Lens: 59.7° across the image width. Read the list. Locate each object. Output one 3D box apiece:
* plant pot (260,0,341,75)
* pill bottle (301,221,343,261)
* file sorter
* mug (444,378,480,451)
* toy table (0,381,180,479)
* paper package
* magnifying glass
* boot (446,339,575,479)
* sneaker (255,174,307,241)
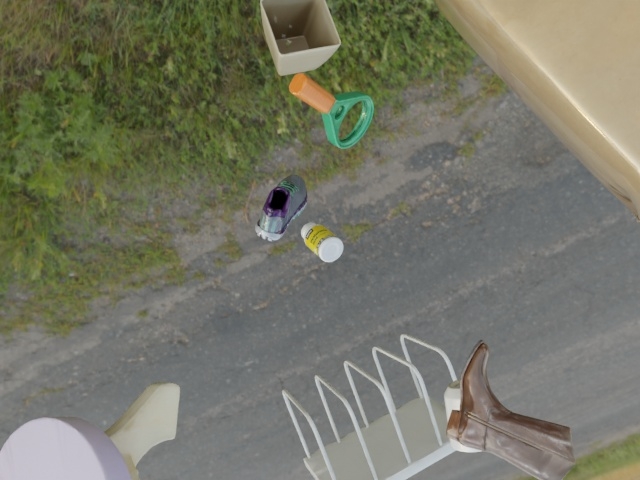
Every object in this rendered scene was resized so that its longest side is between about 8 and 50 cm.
[{"bbox_3d":[-0.041,-0.345,0.956,0.109,0.108,0.096,-16,168,-15],"label":"plant pot"},{"bbox_3d":[0.000,0.000,1.341,0.065,0.116,0.065,-14,120,-25],"label":"pill bottle"},{"bbox_3d":[0.099,0.305,0.999,0.278,0.172,0.193,-22,-171,-17],"label":"file sorter"},{"bbox_3d":[0.163,0.183,0.607,0.062,0.064,0.078,-16,180,5],"label":"mug"},{"bbox_3d":[-0.242,0.293,0.639,0.275,0.252,0.161,6,173,41],"label":"toy table"},{"bbox_3d":[0.284,-0.238,0.460,0.309,0.324,0.168,-42,164,16],"label":"paper package"},{"bbox_3d":[0.019,-0.193,0.817,0.092,0.026,0.231,-58,158,11],"label":"magnifying glass"},{"bbox_3d":[0.186,0.160,0.523,0.037,0.114,0.106,12,92,-57],"label":"boot"},{"bbox_3d":[-0.073,-0.097,1.244,0.083,0.223,0.098,20,133,1],"label":"sneaker"}]
